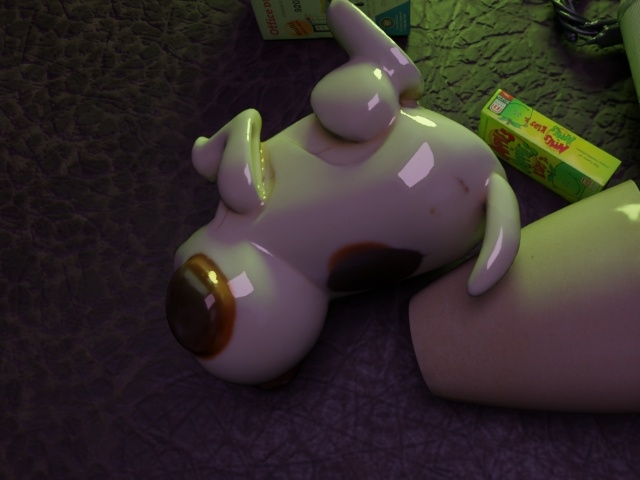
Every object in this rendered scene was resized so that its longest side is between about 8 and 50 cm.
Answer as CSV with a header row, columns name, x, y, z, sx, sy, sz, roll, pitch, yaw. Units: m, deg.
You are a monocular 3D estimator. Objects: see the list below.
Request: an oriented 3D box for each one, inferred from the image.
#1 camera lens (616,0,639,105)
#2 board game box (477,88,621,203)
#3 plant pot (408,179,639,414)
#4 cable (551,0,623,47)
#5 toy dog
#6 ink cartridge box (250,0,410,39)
name,x,y,z,sx,sy,sz,roll,pitch,yaw
camera lens,0.505,-0.220,0.914,0.219,0.219,0.274,-9,77,4
board game box,0.297,-0.118,0.980,0.181,0.092,0.043,36,79,18
plant pot,0.251,0.094,0.846,0.274,0.256,0.256,-17,68,18
cable,0.430,-0.349,1.080,0.184,0.047,0.151,-17,61,-4
toy dog,0.000,0.000,0.888,0.408,0.284,0.395,-41,62,3
ink cartridge box,0.015,-0.413,1.083,0.232,0.171,0.168,0,70,8
